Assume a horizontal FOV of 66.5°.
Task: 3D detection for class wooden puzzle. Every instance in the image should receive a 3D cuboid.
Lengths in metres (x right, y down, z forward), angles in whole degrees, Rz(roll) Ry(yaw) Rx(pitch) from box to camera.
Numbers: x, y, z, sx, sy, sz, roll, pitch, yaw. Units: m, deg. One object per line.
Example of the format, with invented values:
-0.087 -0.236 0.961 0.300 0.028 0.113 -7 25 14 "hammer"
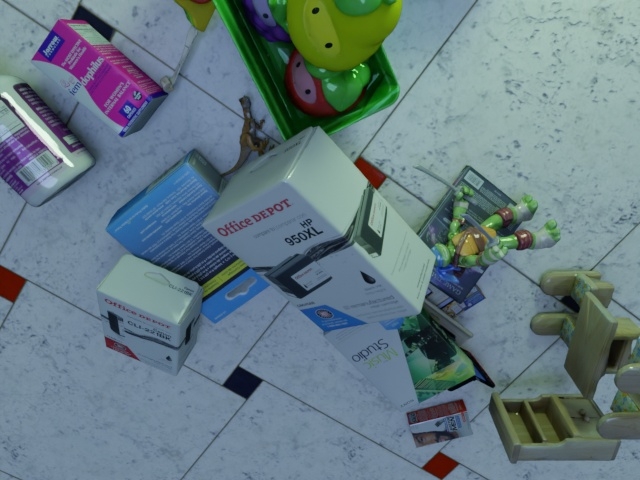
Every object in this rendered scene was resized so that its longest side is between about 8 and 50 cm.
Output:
0.235 0.254 1.262 0.221 0.044 0.238 36 120 -11 "wooden puzzle"

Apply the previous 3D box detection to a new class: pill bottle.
-0.639 -0.231 1.017 0.169 0.169 0.301 -34 108 12 "pill bottle"

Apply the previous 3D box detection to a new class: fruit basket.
-0.011 -0.369 0.863 0.283 0.392 0.391 -25 110 9 "fruit basket"

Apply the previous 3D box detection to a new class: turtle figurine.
0.366 -0.043 1.047 0.267 0.198 0.274 -13 106 -12 "turtle figurine"

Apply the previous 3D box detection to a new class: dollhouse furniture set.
0.577 0.319 1.152 0.257 0.362 0.393 -1 117 0 "dollhouse furniture set"

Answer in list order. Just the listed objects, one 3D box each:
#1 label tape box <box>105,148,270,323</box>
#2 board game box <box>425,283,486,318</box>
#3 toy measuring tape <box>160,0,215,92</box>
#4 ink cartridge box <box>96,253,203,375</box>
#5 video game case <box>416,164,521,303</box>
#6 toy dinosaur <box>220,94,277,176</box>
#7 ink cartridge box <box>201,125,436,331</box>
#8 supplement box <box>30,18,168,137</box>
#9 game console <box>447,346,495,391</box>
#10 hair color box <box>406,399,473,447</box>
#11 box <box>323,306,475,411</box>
-0.272 0.000 1.145 0.249 0.115 0.347 -36 117 13 "label tape box"
0.300 0.111 1.233 0.147 0.045 0.193 -36 108 13 "board game box"
-0.279 -0.457 0.957 0.121 0.121 0.330 30 114 -12 "toy measuring tape"
-0.396 0.182 1.145 0.197 0.114 0.272 23 138 1 "ink cartridge box"
0.340 -0.010 1.161 0.196 0.026 0.274 35 94 -14 "video game case"
-0.162 -0.217 1.098 0.112 0.064 0.211 28 118 22 "toy dinosaur"
0.000 0.000 1.014 0.286 0.166 0.395 -21 124 44 "ink cartridge box"
-0.449 -0.334 1.008 0.220 0.114 0.111 41 107 -14 "supplement box"
0.375 0.357 1.318 0.085 0.124 0.144 -44 109 -12 "game console"
0.342 0.526 1.401 0.167 0.053 0.093 -17 112 7 "hair color box"
0.197 0.272 1.223 0.232 0.058 0.322 -37 108 23 "box"
